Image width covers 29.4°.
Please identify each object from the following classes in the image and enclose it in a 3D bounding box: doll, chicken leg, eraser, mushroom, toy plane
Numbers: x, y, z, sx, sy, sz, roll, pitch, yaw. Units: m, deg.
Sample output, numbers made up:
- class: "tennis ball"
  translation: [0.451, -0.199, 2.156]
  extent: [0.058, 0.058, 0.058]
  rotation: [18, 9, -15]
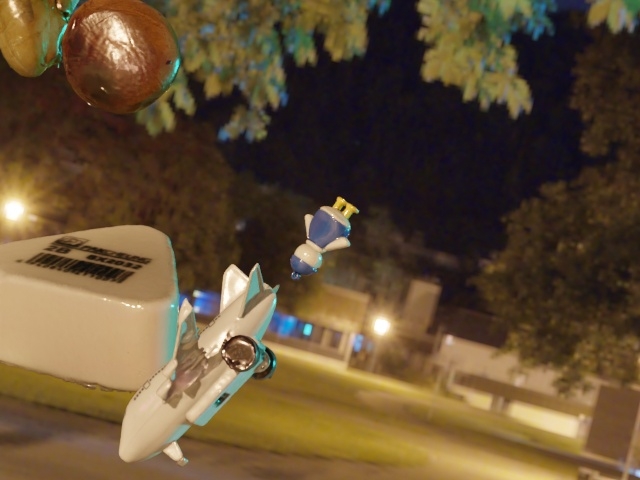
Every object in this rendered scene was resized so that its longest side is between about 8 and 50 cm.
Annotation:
- class: "doll"
  translation: [0.000, 0.000, 1.824]
  extent: [0.099, 0.143, 0.057]
  rotation: [32, -5, 40]
- class: "chicken leg"
  translation: [-0.366, -0.312, 1.498]
  extent: [0.103, 0.227, 0.088]
  rotation: [-14, -6, -33]
- class: "eraser"
  translation: [-0.361, 0.089, 1.761]
  extent: [0.331, 0.150, 0.331]
  rotation: [2, 21, -1]
- class: "mushroom"
  translation: [-0.199, -0.184, 1.200]
  extent: [0.123, 0.123, 0.052]
  rotation: [15, -5, 6]
- class: "toy plane"
  translation: [-0.125, 0.143, 1.321]
  extent: [0.101, 0.255, 0.251]
  rotation: [34, -5, 17]

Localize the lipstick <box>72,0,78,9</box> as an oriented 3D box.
- class: "lipstick"
  translation: [-0.362, -0.365, 1.764]
  extent: [0.040, 0.141, 0.040]
  rotation: [29, -6, 3]
